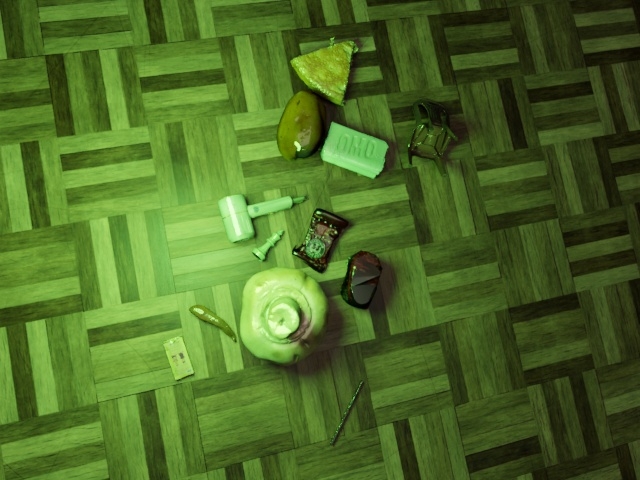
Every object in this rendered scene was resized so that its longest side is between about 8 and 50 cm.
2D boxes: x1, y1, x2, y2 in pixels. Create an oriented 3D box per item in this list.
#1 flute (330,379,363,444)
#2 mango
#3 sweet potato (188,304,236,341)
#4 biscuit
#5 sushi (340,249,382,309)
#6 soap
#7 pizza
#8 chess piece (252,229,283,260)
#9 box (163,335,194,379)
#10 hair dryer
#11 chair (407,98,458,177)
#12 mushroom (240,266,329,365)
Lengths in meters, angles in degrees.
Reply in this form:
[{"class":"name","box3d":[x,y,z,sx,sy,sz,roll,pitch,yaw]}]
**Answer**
[{"class":"flute","box3d":[0.103,0.671,1.787,0.014,0.014,0.270,29,80,-5]},{"class":"mango","box3d":[-0.069,-0.456,1.818,0.201,0.152,0.288,7,82,-3]},{"class":"sweet potato","box3d":[-0.400,0.307,1.735,0.214,0.050,0.050,35,80,-6]},{"class":"biscuit","box3d":[-0.005,-0.004,1.822,0.151,0.063,0.236,28,83,-4]},{"class":"sushi","box3d":[0.161,0.158,1.804,0.136,0.126,0.226,12,76,-6]},{"class":"soap","box3d":[0.137,-0.367,1.872,0.261,0.094,0.150,19,81,-6]},{"class":"pizza","box3d":[0.061,-0.723,1.916,0.280,0.075,0.288,45,77,-6]},{"class":"chess piece","box3d":[-0.199,0.011,1.797,0.059,0.059,0.149,43,75,-2]},{"class":"box","box3d":[-0.530,0.438,1.712,0.073,0.020,0.149,-19,87,-9]},{"class":"hair dryer","box3d":[-0.208,-0.117,1.796,0.356,0.107,0.173,-17,89,-17]},{"class":"chair","box3d":[0.458,-0.441,1.922,0.175,0.183,0.327,14,37,-6]},{"class":"mushroom","box3d":[-0.151,0.266,1.665,0.325,0.353,0.353,35,78,28]}]
